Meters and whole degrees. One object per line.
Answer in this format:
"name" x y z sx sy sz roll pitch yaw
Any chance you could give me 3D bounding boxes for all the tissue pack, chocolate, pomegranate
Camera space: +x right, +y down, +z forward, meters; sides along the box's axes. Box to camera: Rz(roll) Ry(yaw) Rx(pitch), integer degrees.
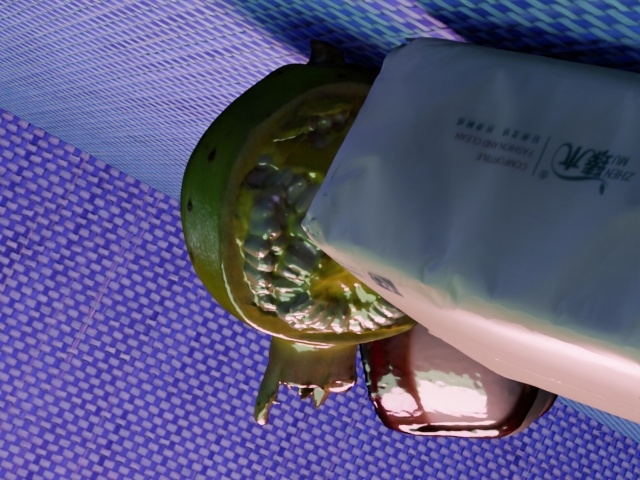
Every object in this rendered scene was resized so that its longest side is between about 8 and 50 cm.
"tissue pack" 0.224 0.013 1.186 0.297 0.207 0.380 33 170 -40
"chocolate" 0.175 0.082 1.842 0.186 0.283 0.283 -1 161 24
"pomegranate" 0.000 0.000 1.487 0.260 0.340 0.260 12 -163 -4
